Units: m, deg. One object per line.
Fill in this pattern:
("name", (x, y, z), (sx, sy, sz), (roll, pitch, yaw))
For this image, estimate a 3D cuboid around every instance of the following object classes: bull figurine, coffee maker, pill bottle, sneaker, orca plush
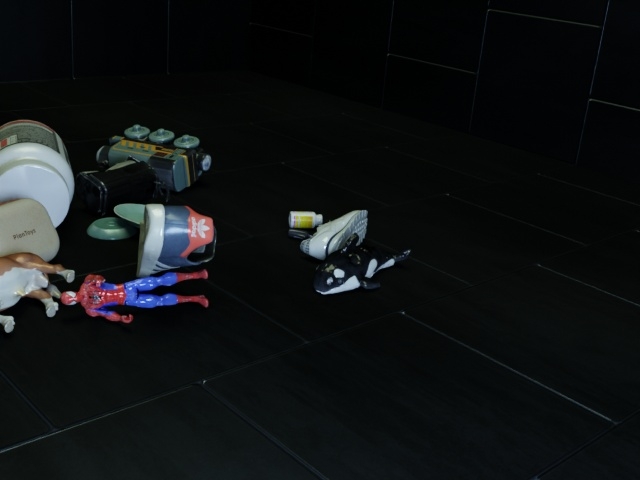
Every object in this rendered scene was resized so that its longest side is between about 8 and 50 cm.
("bull figurine", (-0.614, 0.097, 1.505), (0.188, 0.101, 0.310), (19, 27, 23))
("coffee maker", (-0.515, -0.139, 2.101), (0.171, 0.120, 0.178), (9, 24, 35))
("pill bottle", (-0.039, -0.053, 2.113), (0.083, 0.043, 0.043), (1, 21, -11))
("sneaker", (0.042, -0.021, 1.982), (0.094, 0.090, 0.235), (8, 23, 27))
("sneaker", (-0.293, 0.010, 1.650), (0.148, 0.131, 0.350), (3, -8, -16))
("orca plush", (0.095, 0.036, 1.827), (0.287, 0.102, 0.151), (-9, 25, -34))
("pill bottle", (-0.715, -0.155, 1.985), (0.210, 0.210, 0.363), (-3, 22, -20))

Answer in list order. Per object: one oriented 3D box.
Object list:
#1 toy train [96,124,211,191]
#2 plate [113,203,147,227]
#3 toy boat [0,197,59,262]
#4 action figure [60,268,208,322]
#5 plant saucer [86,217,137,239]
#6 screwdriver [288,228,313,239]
("toy train", (-0.492, -0.240, 2.381), (0.333, 0.142, 0.190), (13, 32, 20))
("plate", (-0.419, -0.051, 2.012), (0.188, 0.024, 0.188), (13, 15, -4))
("toy boat", (-0.679, 0.008, 1.711), (0.151, 0.151, 0.231), (-19, 7, 31))
("action figure", (-0.346, 0.105, 1.542), (0.280, 0.092, 0.139), (-3, 7, -21))
("plant saucer", (-0.508, -0.032, 1.976), (0.119, 0.021, 0.119), (5, 20, -2))
("screwdriver", (0.000, 0.000, 2.030), (0.169, 0.025, 0.024), (17, 22, 7))
